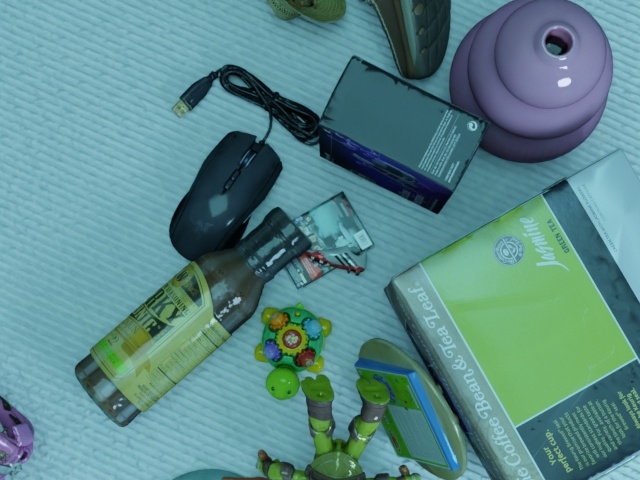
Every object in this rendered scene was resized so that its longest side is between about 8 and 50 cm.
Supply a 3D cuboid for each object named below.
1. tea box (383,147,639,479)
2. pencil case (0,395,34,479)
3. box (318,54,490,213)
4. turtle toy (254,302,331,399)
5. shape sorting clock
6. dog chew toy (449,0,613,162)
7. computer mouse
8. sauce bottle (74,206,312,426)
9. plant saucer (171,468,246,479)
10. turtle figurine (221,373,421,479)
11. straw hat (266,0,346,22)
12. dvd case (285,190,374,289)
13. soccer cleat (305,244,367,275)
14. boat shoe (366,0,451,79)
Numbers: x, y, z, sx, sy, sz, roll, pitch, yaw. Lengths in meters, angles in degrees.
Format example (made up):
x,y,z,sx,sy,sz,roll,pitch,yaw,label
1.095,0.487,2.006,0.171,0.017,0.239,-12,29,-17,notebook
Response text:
x,y,z,sx,sy,sz,roll,pitch,yaw,label
0.295,0.116,1.814,0.323,0.220,0.329,-29,85,-3,tea box
-0.534,0.351,1.869,0.160,0.167,0.386,41,86,-29,pencil case
0.098,-0.126,1.852,0.184,0.261,0.103,29,86,3,box
-0.039,0.145,1.926,0.095,0.066,0.130,11,85,1,turtle toy
0.117,0.212,1.856,0.040,0.206,0.206,-33,85,-26,shape sorting clock
0.269,-0.209,1.823,0.207,0.332,0.206,0,86,0,dog chew toy
-0.137,-0.111,1.952,0.184,0.060,0.262,39,86,3,computer mouse
-0.161,0.092,1.912,0.344,0.111,0.111,-42,86,-5,sauce bottle
-0.145,0.397,1.920,0.195,0.037,0.195,0,86,0,plant saucer
0.007,0.277,1.859,0.270,0.087,0.217,10,120,7,turtle figurine
-0.039,-0.327,1.963,0.061,0.144,0.144,-40,85,36,straw hat
0.000,0.000,1.966,0.119,0.013,0.087,-31,86,-1,dvd case
0.022,0.020,1.944,0.083,0.029,0.035,16,77,-2,soccer cleat
0.088,-0.371,1.959,0.116,0.123,0.324,-9,94,33,boat shoe
